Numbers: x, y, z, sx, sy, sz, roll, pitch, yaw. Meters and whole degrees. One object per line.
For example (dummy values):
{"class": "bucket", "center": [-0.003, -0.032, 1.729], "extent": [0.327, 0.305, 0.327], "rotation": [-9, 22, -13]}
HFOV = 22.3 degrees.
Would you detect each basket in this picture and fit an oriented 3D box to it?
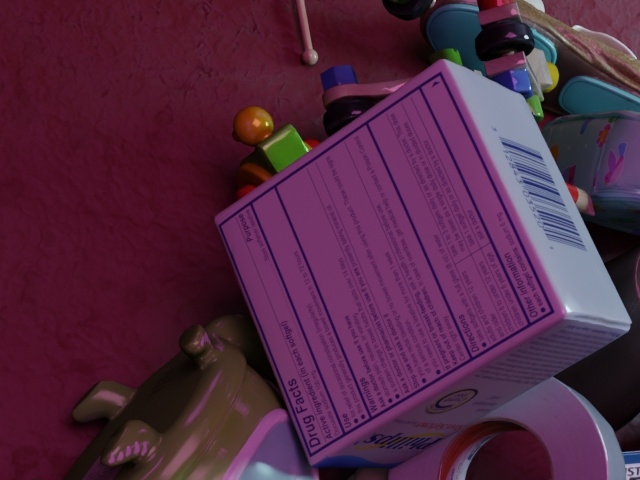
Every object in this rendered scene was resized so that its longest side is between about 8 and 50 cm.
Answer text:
{"class": "basket", "center": [0.335, 0.085, 1.692], "extent": [0.154, 0.227, 0.204], "rotation": [32, 62, -4]}

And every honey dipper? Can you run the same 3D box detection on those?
{"class": "honey dipper", "center": [-0.023, -0.273, 1.832], "extent": [0.030, 0.030, 0.160], "rotation": [-6, 74, -20]}

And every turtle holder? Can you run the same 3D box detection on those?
{"class": "turtle holder", "center": [-0.115, 0.218, 1.519], "extent": [0.227, 0.243, 0.320], "rotation": [45, 22, -13]}

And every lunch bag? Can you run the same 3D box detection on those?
{"class": "lunch bag", "center": [0.366, -0.061, 1.729], "extent": [0.224, 0.279, 0.108], "rotation": [15, 88, -16]}

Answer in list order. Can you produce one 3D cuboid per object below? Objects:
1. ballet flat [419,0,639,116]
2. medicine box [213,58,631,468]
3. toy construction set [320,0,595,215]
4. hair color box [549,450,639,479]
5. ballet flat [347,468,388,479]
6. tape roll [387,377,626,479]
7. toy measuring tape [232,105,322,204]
{"class": "ballet flat", "center": [0.273, -0.214, 1.867], "extent": [0.342, 0.116, 0.124], "rotation": [22, 44, -9]}
{"class": "medicine box", "center": [0.086, 0.030, 1.480], "extent": [0.149, 0.289, 0.263], "rotation": [13, 49, -55]}
{"class": "toy construction set", "center": [0.180, -0.124, 1.691], "extent": [0.237, 0.257, 0.309], "rotation": [16, 32, -50]}
{"class": "hair color box", "center": [0.308, 0.394, 1.590], "extent": [0.105, 0.174, 0.347], "rotation": [-3, 70, -17]}
{"class": "ballet flat", "center": [0.037, 0.304, 1.598], "extent": [0.086, 0.086, 0.248], "rotation": [11, 67, -13]}
{"class": "tape roll", "center": [0.177, 0.231, 1.546], "extent": [0.219, 0.072, 0.219], "rotation": [-7, 72, 23]}
{"class": "toy measuring tape", "center": [0.000, 0.000, 1.708], "extent": [0.121, 0.121, 0.330], "rotation": [-41, 108, -27]}
